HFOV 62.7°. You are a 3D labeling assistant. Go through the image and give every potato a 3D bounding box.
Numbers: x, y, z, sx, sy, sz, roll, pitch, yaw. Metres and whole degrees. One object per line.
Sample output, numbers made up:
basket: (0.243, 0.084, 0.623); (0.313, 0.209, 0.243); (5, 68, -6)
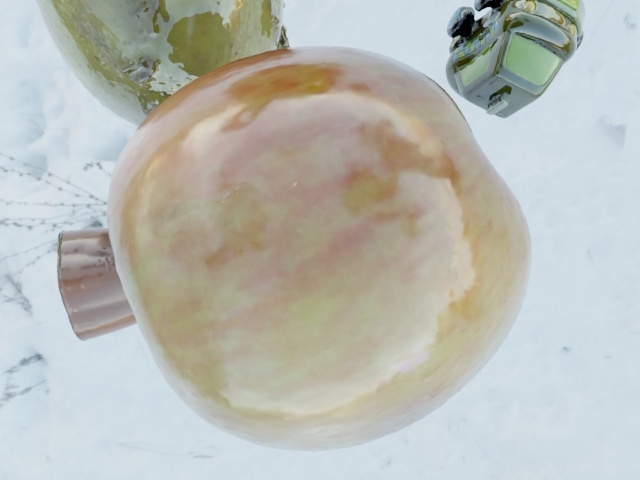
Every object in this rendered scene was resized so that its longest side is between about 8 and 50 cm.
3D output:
potato: (-0.237, -0.349, 0.880); (0.385, 0.442, 0.319); (-22, 125, -17)

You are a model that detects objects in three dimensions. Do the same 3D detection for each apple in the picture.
apple: (0.000, 0.000, 0.514); (0.347, 0.391, 0.391); (-26, 86, 6)

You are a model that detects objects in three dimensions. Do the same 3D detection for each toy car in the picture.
toy car: (0.324, -0.312, 0.927); (0.204, 0.248, 0.198); (22, 75, -14)

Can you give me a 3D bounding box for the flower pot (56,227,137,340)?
flower pot: (-0.318, 0.058, 0.872); (0.173, 0.190, 0.190); (-11, 90, -13)
